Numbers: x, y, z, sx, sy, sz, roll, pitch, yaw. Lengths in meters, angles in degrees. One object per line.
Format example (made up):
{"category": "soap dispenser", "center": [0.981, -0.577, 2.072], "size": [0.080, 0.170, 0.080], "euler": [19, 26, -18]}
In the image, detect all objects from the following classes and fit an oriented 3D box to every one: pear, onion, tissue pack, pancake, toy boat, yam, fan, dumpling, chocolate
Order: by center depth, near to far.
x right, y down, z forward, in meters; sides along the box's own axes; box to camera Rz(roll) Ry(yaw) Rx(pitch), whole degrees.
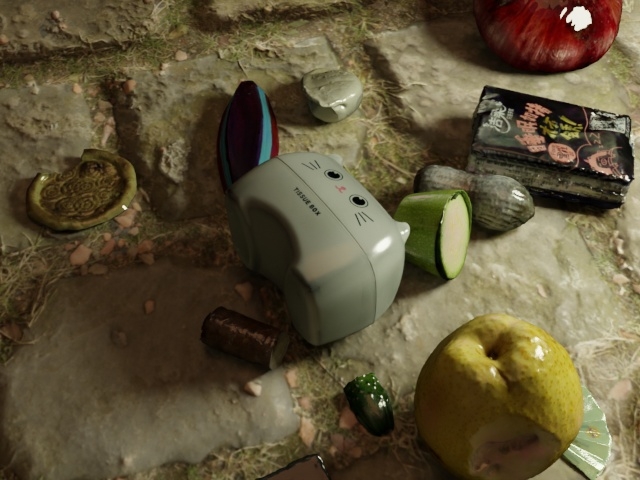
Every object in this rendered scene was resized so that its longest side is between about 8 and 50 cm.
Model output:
{"category": "pear", "center": [0.270, 0.241, 1.322], "size": [0.271, 0.271, 0.271], "euler": [-1, 49, 1]}
{"category": "fan", "center": [0.402, 0.287, 1.436], "size": [0.131, 0.009, 0.240], "euler": [-18, 51, -17]}
{"category": "yam", "center": [-0.132, 0.168, 1.506], "size": [0.141, 0.079, 0.079], "euler": [20, 53, 16]}
{"category": "tissue pack", "center": [0.000, 0.000, 1.544], "size": [0.235, 0.229, 0.333], "euler": [-28, 55, -20]}
{"category": "chocolate", "center": [0.297, -0.086, 1.693], "size": [0.248, 0.110, 0.110], "euler": [11, 51, 16]}
{"category": "tissue pack", "center": [0.470, -0.195, 1.776], "size": [0.332, 0.123, 0.245], "euler": [13, 45, 8]}
{"category": "pancake", "center": [-0.490, -0.103, 1.779], "size": [0.235, 0.029, 0.212], "euler": [-36, 58, -23]}
{"category": "toy boat", "center": [-0.157, -0.196, 1.826], "size": [0.136, 0.079, 0.392], "euler": [-3, 47, 1]}
{"category": "dumpling", "center": [0.021, -0.324, 1.910], "size": [0.150, 0.092, 0.176], "euler": [25, 53, 18]}
{"category": "onion", "center": [0.531, -0.558, 1.977], "size": [0.347, 0.285, 0.348], "euler": [1, 60, -2]}

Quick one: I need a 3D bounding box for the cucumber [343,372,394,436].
{"category": "cucumber", "center": [0.087, 0.272, 1.439], "size": [0.067, 0.035, 0.107], "euler": [-20, 54, -17]}

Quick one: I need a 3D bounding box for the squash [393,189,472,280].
{"category": "squash", "center": [0.209, -0.021, 1.610], "size": [0.122, 0.170, 0.170], "euler": [16, 51, 29]}

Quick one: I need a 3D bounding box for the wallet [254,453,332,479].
{"category": "wallet", "center": [-0.008, 0.462, 1.284], "size": [0.146, 0.030, 0.285], "euler": [-22, 51, -13]}
